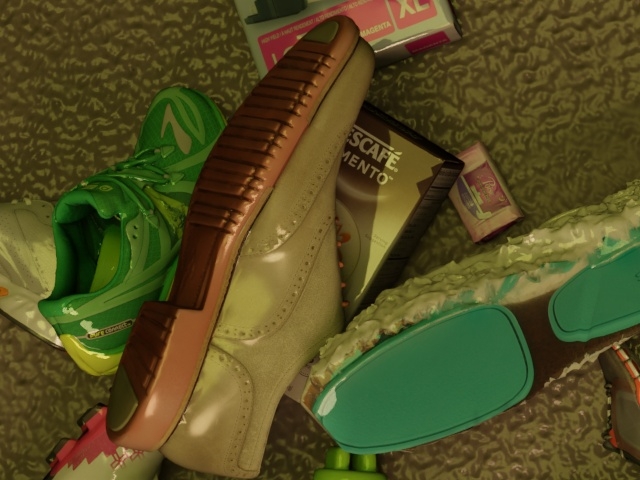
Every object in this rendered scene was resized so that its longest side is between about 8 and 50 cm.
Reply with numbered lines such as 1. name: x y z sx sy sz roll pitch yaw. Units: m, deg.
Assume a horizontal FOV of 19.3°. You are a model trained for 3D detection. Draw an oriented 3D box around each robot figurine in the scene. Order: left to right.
1. robot figurine: 0.024 0.239 1.648 0.101 0.067 0.115 7 83 -17

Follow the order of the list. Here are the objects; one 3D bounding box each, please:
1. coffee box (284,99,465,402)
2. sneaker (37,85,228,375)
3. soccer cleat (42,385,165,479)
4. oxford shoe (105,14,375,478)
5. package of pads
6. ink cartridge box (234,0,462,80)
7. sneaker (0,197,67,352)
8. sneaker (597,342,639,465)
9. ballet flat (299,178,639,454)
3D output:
1. coffee box: 0.000 0.000 1.651 0.141 0.098 0.246 32 99 14
2. sneaker: -0.160 -0.027 1.653 0.109 0.123 0.295 -8 50 36
3. soccer cleat: -0.200 0.246 1.686 0.143 0.116 0.331 44 96 -2
4. oxford shoe: -0.037 0.008 1.564 0.146 0.140 0.397 26 92 -20
5. package of pads: 0.141 -0.043 1.675 0.050 0.032 0.083 -31 77 12
6. ink cartridge box: -0.009 -0.300 1.727 0.186 0.065 0.311 -20 78 9
7. sneaker: -0.295 -0.005 1.743 0.262 0.099 0.121 33 83 6
8. sneaker: 0.263 0.151 1.613 0.065 0.061 0.158 -30 77 15
9. ballet flat: 0.164 0.055 1.582 0.409 0.147 0.147 -22 79 -9
